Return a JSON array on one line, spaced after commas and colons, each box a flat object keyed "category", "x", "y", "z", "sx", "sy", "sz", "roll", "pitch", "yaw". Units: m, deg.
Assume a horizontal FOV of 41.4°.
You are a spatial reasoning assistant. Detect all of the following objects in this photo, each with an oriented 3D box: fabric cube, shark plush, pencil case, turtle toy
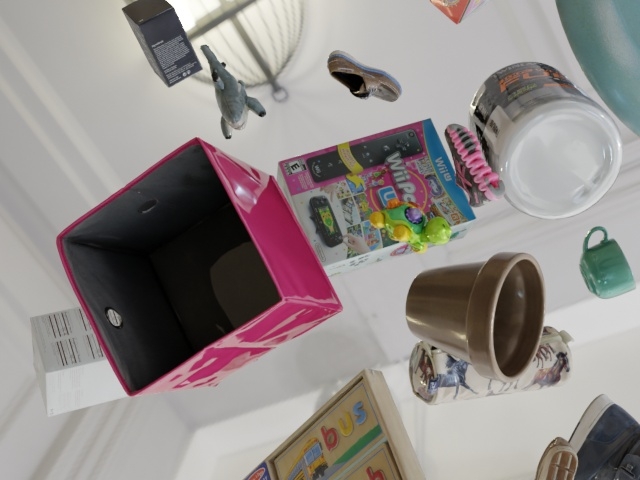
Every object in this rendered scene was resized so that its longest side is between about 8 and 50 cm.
[{"category": "fabric cube", "x": -0.163, "y": 0.048, "z": 1.203, "sx": 0.259, "sy": 0.254, "sz": 0.258, "roll": -33, "pitch": 165, "yaw": 12}, {"category": "shark plush", "x": -0.134, "y": -0.227, "z": 1.236, "sx": 0.073, "sy": 0.067, "sz": 0.161, "roll": -20, "pitch": -111, "yaw": 18}, {"category": "pencil case", "x": 0.441, "y": 0.317, "z": 2.179, "sx": 0.410, "sy": 0.183, "sz": 0.160, "roll": -6, "pitch": -129, "yaw": -12}, {"category": "turtle toy", "x": 0.144, "y": -0.023, "z": 1.322, "sx": 0.130, "sy": 0.095, "sz": 0.066, "roll": 31, "pitch": -90, "yaw": 33}]

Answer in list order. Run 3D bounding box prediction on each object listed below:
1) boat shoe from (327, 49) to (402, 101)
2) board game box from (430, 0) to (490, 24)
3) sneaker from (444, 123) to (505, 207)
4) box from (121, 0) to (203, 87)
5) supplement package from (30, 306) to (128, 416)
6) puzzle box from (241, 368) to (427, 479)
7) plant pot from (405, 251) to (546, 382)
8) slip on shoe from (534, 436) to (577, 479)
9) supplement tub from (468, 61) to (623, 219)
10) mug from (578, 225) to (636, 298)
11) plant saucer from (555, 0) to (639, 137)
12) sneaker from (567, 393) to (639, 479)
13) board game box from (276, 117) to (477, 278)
[{"category": "boat shoe", "x": 0.092, "y": -0.338, "z": 1.828, "sx": 0.066, "sy": 0.183, "sz": 0.066, "roll": -48, "pitch": -155, "yaw": 50}, {"category": "board game box", "x": 0.319, "y": -0.497, "z": 1.283, "sx": 0.316, "sy": 0.064, "sz": 0.242, "roll": -39, "pitch": 165, "yaw": -28}, {"category": "sneaker", "x": 0.190, "y": -0.095, "z": 1.108, "sx": 0.047, "sy": 0.119, "sz": 0.057, "roll": -19, "pitch": 167, "yaw": -38}, {"category": "box", "x": -0.349, "y": -0.444, "z": 1.864, "sx": 0.093, "sy": 0.158, "sz": 0.156, "roll": -31, "pitch": -143, "yaw": -9}, {"category": "supplement package", "x": -0.513, "y": 0.254, "z": 1.850, "sx": 0.203, "sy": 0.194, "sz": 0.149, "roll": -11, "pitch": -124, "yaw": -25}, {"category": "puzzle box", "x": 0.014, "y": 0.457, "z": 1.543, "sx": 0.409, "sy": 0.052, "sz": 0.272, "roll": -48, "pitch": -135, "yaw": 28}, {"category": "plant pot", "x": 0.308, "y": 0.141, "z": 1.740, "sx": 0.229, "sy": 0.263, "sz": 0.263, "roll": 8, "pitch": -137, "yaw": 38}, {"category": "slip on shoe", "x": 0.290, "y": 0.312, "z": 1.074, "sx": 0.051, "sy": 0.135, "sz": 0.041, "roll": 8, "pitch": -161, "yaw": -1}, {"category": "supplement tub", "x": 0.346, "y": -0.175, "z": 1.363, "sx": 0.193, "sy": 0.194, "sz": 0.316, "roll": -29, "pitch": -159, "yaw": 11}, {"category": "mug", "x": 0.663, "y": 0.061, "z": 1.992, "sx": 0.097, "sy": 0.129, "sz": 0.158, "roll": -23, "pitch": -121, "yaw": 10}, {"category": "plant saucer", "x": 0.371, "y": -0.239, "z": 0.879, "sx": 0.317, "sy": 0.317, "sz": 0.043, "roll": -47, "pitch": -168, "yaw": -31}, {"category": "sneaker", "x": 0.417, "y": 0.360, "z": 1.217, "sx": 0.163, "sy": 0.086, "sz": 0.226, "roll": 35, "pitch": -69, "yaw": 35}, {"category": "board game box", "x": 0.097, "y": -0.075, "z": 1.550, "sx": 0.303, "sy": 0.224, "sz": 0.097, "roll": -17, "pitch": 161, "yaw": -13}]
